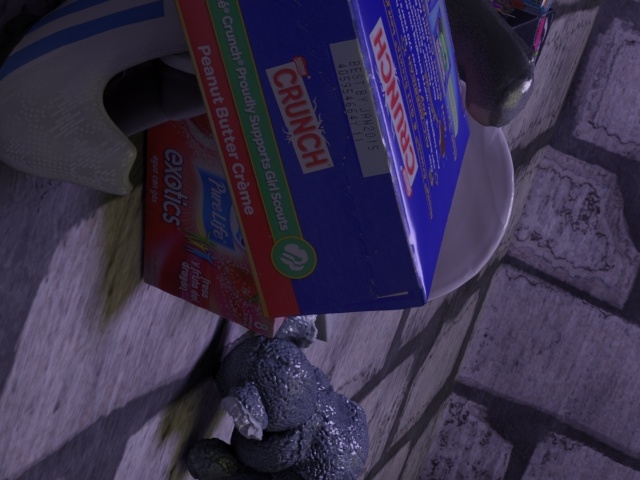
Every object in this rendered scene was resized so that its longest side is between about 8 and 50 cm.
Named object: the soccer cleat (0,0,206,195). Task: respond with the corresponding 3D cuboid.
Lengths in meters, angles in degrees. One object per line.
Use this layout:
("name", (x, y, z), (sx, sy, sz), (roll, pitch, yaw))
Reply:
("soccer cleat", (-0.107, -0.158, 1.138), (0.331, 0.143, 0.116), (-58, 164, -32))

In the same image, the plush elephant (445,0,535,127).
("plush elephant", (0.079, -0.243, 1.533), (0.272, 0.330, 0.255), (-58, -173, -27))

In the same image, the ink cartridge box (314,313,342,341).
("ink cartridge box", (0.000, 0.000, 1.928), (0.154, 0.093, 0.212), (-61, 167, -24))

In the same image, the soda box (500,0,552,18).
("soda box", (0.194, -0.328, 1.928), (0.063, 0.183, 0.058), (-65, 166, 0))

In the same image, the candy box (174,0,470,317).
("candy box", (0.013, -0.132, 1.137), (0.317, 0.122, 0.268), (-68, 147, -65))

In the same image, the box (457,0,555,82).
("box", (0.197, -0.245, 2.170), (0.270, 0.143, 0.165), (-33, 144, -66))

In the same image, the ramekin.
("ramekin", (0.065, -0.058, 1.748), (0.127, 0.273, 0.273), (112, 4, -83))

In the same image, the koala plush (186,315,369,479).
("koala plush", (-0.050, 0.185, 1.891), (0.196, 0.203, 0.221), (-59, 153, -31))

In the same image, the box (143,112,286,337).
("box", (-0.060, -0.078, 1.457), (0.154, 0.142, 0.300), (-56, 163, -40))
